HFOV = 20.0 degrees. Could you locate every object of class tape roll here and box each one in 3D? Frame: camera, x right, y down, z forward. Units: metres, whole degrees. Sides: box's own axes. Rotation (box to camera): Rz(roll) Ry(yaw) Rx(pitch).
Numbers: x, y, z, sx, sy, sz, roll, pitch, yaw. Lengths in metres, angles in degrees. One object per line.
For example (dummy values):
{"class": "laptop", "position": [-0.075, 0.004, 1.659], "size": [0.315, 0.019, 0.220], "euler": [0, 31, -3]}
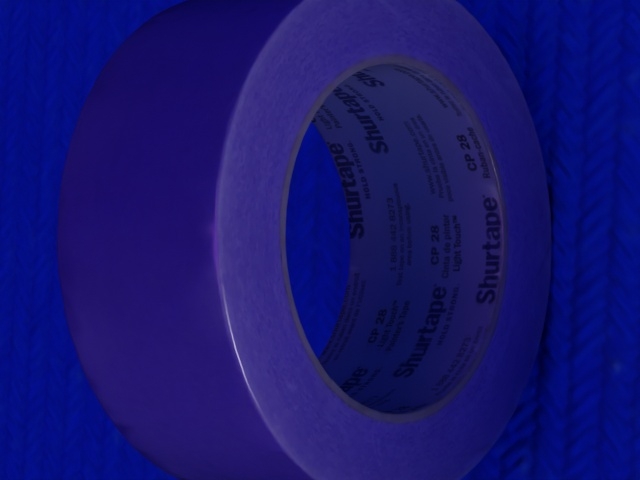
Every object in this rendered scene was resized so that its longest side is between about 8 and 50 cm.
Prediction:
{"class": "tape roll", "position": [0.000, 0.000, 0.662], "size": [0.080, 0.189, 0.189], "euler": [-3, 87, 41]}
